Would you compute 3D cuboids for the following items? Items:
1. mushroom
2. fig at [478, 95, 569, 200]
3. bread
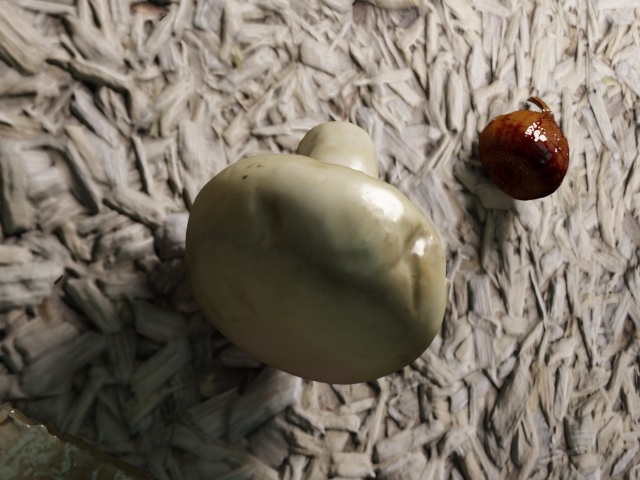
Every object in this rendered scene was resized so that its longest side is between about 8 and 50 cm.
[{"bbox_3d":[-0.023,0.024,0.993,0.315,0.356,0.315,-10,115,-21],"label":"mushroom"},{"bbox_3d":[0.343,-0.159,1.344,0.201,0.134,0.146,-47,122,-37],"label":"fig"},{"bbox_3d":[-0.243,0.318,0.907,0.337,0.102,0.183,35,68,-27],"label":"bread"}]
